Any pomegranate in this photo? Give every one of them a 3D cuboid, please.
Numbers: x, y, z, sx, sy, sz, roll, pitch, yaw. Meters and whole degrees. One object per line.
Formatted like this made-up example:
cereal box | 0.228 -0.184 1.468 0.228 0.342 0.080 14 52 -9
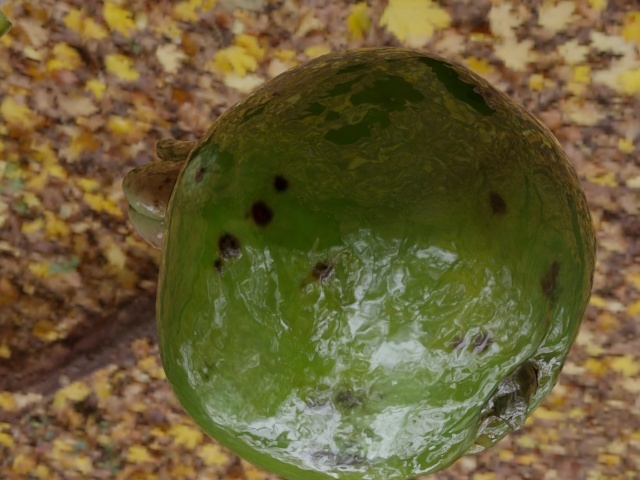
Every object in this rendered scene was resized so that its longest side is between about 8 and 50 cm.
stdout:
pomegranate | 0.000 0.000 0.569 0.302 0.236 0.236 30 178 43

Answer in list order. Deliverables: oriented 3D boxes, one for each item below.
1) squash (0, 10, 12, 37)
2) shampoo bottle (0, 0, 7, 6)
squash | -0.540 -0.312 1.391 0.237 0.204 0.155 49 165 -28
shampoo bottle | -0.232 -0.164 0.610 0.108 0.051 0.221 14 -175 -17
